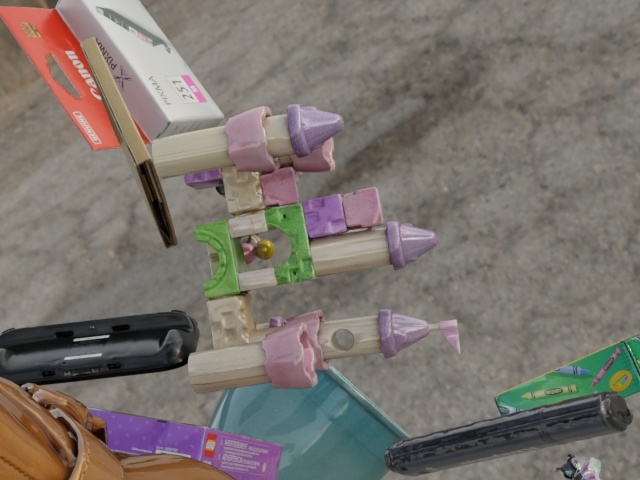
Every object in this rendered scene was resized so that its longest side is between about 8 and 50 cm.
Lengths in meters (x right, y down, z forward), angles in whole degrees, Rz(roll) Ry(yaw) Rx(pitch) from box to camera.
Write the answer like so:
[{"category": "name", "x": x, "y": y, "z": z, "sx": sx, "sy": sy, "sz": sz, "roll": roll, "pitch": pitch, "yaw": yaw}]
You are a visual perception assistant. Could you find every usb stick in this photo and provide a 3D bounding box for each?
[{"category": "usb stick", "x": 0.201, "y": 0.214, "z": 1.198, "sx": 0.278, "sy": 0.045, "sz": 0.077, "roll": -19, "pitch": -16, "yaw": 30}]

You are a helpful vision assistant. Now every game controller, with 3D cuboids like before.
[{"category": "game controller", "x": -0.343, "y": 0.166, "z": 1.640, "sx": 0.319, "sy": 0.067, "sz": 0.166, "roll": -7, "pitch": 26, "yaw": 1}]

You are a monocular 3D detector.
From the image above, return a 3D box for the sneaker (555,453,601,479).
[{"category": "sneaker", "x": 0.380, "y": 0.352, "z": 1.615, "sx": 0.098, "sy": 0.069, "sz": 0.038, "roll": -78, "pitch": 6, "yaw": -64}]

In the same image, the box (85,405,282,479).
[{"category": "box", "x": -0.206, "y": 0.188, "z": 1.030, "sx": 0.293, "sy": 0.201, "sz": 0.057, "roll": 6, "pitch": 77, "yaw": 18}]

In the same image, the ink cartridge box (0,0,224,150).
[{"category": "ink cartridge box", "x": -0.301, "y": -0.257, "z": 1.585, "sx": 0.060, "sy": 0.275, "sz": 0.239, "roll": -45, "pitch": -16, "yaw": 30}]

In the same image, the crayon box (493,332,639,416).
[{"category": "crayon box", "x": 0.433, "y": 0.223, "z": 1.733, "sx": 0.165, "sy": 0.081, "sz": 0.278, "roll": -12, "pitch": -16, "yaw": -43}]

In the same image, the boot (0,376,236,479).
[{"category": "boot", "x": -0.143, "y": 0.113, "z": 0.438, "sx": 0.283, "sy": 0.220, "sz": 0.109, "roll": 2, "pitch": 61, "yaw": 43}]

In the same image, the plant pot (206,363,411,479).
[{"category": "plant pot", "x": -0.045, "y": 0.292, "z": 1.540, "sx": 0.255, "sy": 0.271, "sz": 0.271, "roll": -49, "pitch": 26, "yaw": -4}]

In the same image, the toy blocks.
[{"category": "toy blocks", "x": 0.000, "y": 0.000, "z": 1.186, "sx": 0.260, "sy": 0.288, "sz": 0.309, "roll": -11, "pitch": -2, "yaw": 9}]

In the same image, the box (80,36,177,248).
[{"category": "box", "x": -0.219, "y": -0.111, "z": 1.260, "sx": 0.021, "sy": 0.164, "sz": 0.201, "roll": -23, "pitch": 58, "yaw": -9}]
